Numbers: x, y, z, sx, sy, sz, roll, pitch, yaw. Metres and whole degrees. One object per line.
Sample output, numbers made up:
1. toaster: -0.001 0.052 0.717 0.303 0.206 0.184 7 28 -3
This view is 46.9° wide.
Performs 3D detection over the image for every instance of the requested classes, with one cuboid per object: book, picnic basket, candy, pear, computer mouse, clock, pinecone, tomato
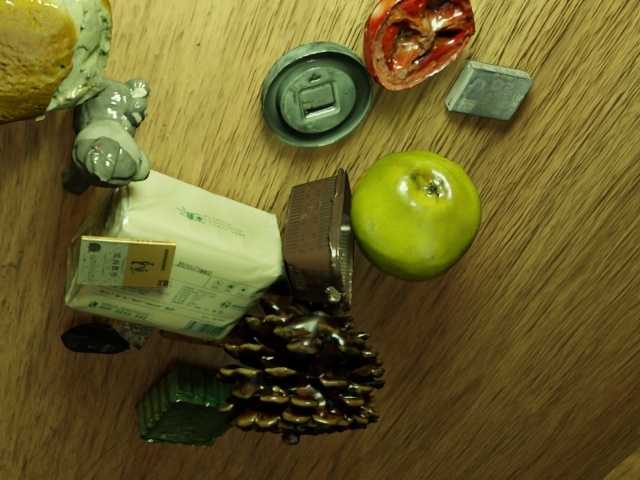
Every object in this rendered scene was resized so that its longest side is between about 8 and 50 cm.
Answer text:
1. book: -0.366 0.042 1.387 0.172 0.012 0.118 4 131 -20
2. picnic basket: 0.000 0.000 1.597 0.129 0.297 0.222 -3 138 11
3. candy: -0.452 0.203 1.765 0.110 0.095 0.085 39 72 -32
4. pear: 0.204 -0.037 1.629 0.287 0.287 0.375 -11 151 -9
5. computer mouse: -0.545 0.237 1.792 0.172 0.057 0.099 15 141 -33
6. clock: -0.008 -0.286 1.454 0.226 0.049 0.226 -10 136 -10
7. pinecone: -0.041 0.287 1.682 0.397 0.398 0.398 -10 137 -10
8. tomato: 0.171 -0.395 1.370 0.228 0.101 0.228 -16 143 -12

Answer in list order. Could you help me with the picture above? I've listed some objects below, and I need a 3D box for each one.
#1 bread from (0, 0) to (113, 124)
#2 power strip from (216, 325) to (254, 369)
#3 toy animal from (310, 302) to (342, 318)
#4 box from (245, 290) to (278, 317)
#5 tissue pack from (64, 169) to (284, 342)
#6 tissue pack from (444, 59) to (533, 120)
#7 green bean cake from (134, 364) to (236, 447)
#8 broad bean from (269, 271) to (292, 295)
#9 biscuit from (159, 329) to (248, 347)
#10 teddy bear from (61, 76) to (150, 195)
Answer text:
1. bread: -0.470 -0.305 1.137 0.279 0.225 0.250 5 127 -12
2. power strip: -0.208 0.290 1.988 0.080 0.029 0.227 -34 135 13
3. toy animal: -0.051 0.285 1.954 0.181 0.180 0.363 -1 95 -45
4. box: -0.192 0.149 1.840 0.154 0.040 0.084 6 133 -26
5. tissue pack: -0.307 0.037 1.562 0.380 0.207 0.297 21 126 -34
6. tissue pack: 0.354 -0.312 1.552 0.156 0.051 0.112 5 135 -24
7. green bean cake: -0.353 0.461 2.040 0.255 0.132 0.241 15 128 -34
8. broad bean: -0.036 0.066 1.787 0.206 0.072 0.153 -22 142 3
9. biscuit: -0.284 0.234 1.825 0.238 0.041 0.212 21 152 -29
10. teddy bear: -0.384 -0.161 1.328 0.144 0.251 0.171 28 135 -37
